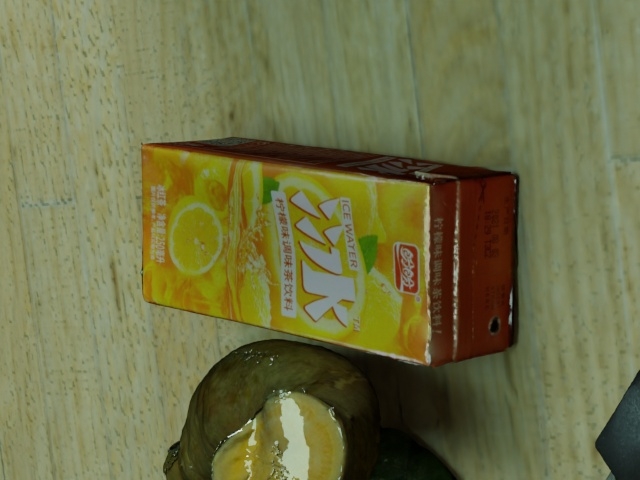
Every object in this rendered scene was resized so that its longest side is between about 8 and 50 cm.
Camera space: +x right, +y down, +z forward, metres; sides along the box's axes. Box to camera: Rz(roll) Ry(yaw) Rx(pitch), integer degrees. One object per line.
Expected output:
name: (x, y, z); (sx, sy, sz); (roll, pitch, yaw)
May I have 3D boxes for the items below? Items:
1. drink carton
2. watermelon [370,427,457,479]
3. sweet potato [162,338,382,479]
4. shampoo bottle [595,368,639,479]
drink carton: (0.000, 0.000, 1.071); (0.223, 0.071, 0.096); (11, 104, 45)
watermelon: (0.049, 0.262, 1.075); (0.129, 0.123, 0.301); (-131, 40, -74)
sweet potato: (-0.037, 0.105, 1.076); (0.085, 0.112, 0.286); (47, 162, -11)
shampoo bottle: (0.168, 0.075, 0.917); (0.063, 0.057, 0.207); (47, 128, 30)
